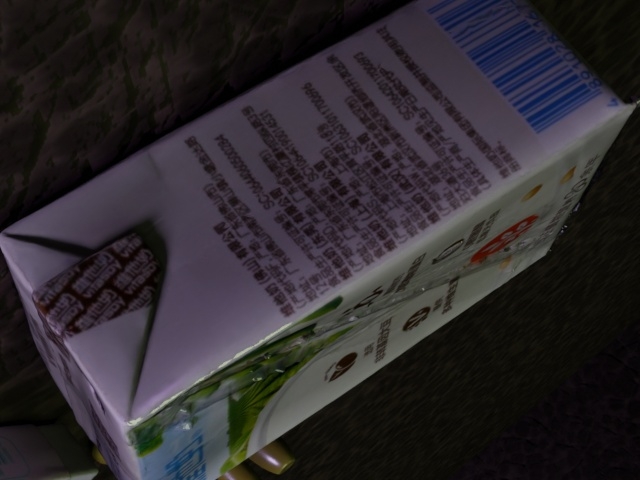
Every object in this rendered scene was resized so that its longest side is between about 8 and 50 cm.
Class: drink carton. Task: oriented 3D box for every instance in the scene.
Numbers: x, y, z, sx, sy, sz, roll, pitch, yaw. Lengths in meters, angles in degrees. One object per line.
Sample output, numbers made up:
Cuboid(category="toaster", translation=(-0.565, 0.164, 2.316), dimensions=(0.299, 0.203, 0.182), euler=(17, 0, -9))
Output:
Cuboid(category="drink carton", translation=(0.001, 0.000, 0.651), dimensions=(0.324, 0.132, 0.194), euler=(-33, 160, -20))

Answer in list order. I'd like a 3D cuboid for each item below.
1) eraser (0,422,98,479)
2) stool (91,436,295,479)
Cuboid(category="eraser", translation=(-0.232, 0.159, 0.670), dimensions=(0.095, 0.052, 0.225), euler=(-47, 160, 11))
Cuboid(category="stool", translation=(-0.097, 0.166, 0.854), dimensions=(0.134, 0.110, 0.135), euler=(-46, 162, 11))
